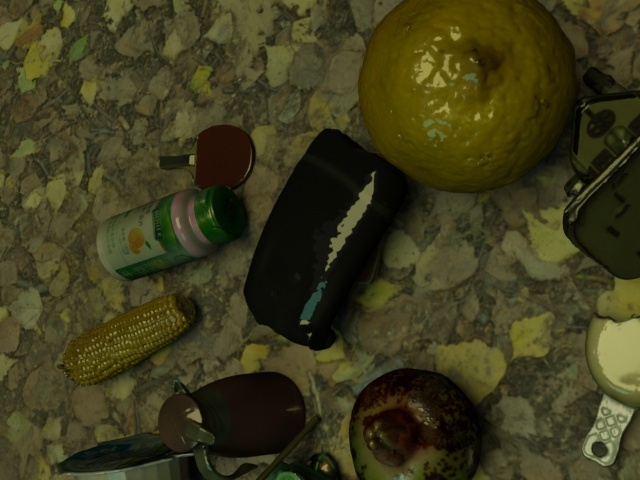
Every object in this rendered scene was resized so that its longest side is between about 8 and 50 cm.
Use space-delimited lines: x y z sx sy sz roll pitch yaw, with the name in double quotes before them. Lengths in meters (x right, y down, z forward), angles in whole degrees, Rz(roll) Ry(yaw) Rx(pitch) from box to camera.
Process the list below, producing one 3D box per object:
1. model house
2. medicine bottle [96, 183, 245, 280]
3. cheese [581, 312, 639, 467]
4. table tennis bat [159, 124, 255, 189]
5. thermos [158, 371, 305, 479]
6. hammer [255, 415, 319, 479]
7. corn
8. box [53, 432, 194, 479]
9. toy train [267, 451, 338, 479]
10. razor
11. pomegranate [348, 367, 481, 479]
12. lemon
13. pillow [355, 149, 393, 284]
"model house" 0.407 -0.118 1.264 0.218 0.204 0.279 -47 34 16
"medicine bottle" -0.278 -0.017 1.653 0.274 0.133 0.134 -17 75 27
"cheese" 0.451 0.197 1.231 0.163 0.070 0.249 0 83 32
"table tennis bat" -0.220 -0.156 1.701 0.220 0.019 0.130 -1 84 29
"thermos" -0.149 0.306 1.459 0.146 0.265 0.177 -30 71 24
"hammer" -0.064 0.360 1.461 0.013 0.199 0.062 53 143 -7
"corn" -0.369 0.192 1.702 0.305 0.106 0.106 -27 71 20
"box" -0.303 0.467 1.570 0.291 0.262 0.207 -7 92 20
"toy train" 0.029 0.468 1.434 0.285 0.116 0.177 18 106 30
"razor" -0.001 -0.001 1.450 0.204 0.113 0.349 34 101 35
"pomegranate" 0.125 0.291 1.310 0.214 0.248 0.214 -8 73 29
"lemon" 0.209 -0.221 1.278 0.336 0.336 0.336 -4 82 30
"pillow" 0.063 -0.043 1.507 0.126 0.043 0.233 8 88 34
